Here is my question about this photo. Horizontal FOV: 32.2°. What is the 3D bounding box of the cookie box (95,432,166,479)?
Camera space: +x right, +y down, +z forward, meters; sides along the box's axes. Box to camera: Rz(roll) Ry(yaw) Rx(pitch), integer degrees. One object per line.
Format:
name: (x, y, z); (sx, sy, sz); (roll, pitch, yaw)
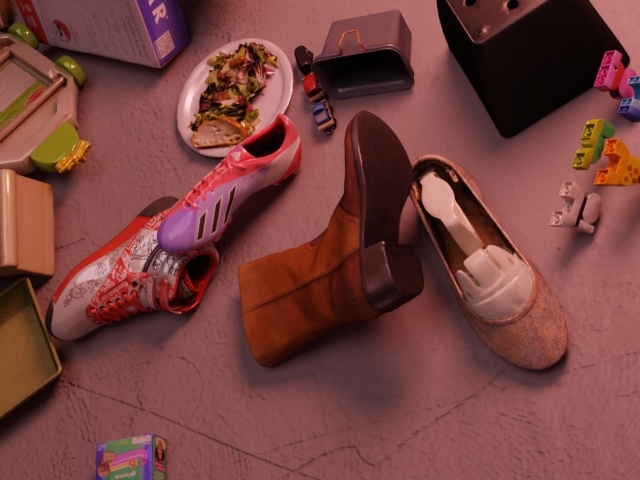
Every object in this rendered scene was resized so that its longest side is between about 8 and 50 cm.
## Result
cookie box: (-0.250, 0.318, 1.467); (0.091, 0.040, 0.107); (-15, 63, 21)

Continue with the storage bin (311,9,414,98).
storage bin: (0.062, -0.268, 1.543); (0.135, 0.098, 0.091); (-6, 55, 25)

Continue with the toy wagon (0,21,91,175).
toy wagon: (-0.497, -0.197, 1.779); (0.344, 0.068, 0.267); (35, 71, 22)

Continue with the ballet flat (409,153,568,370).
ballet flat: (0.184, 0.017, 1.333); (0.107, 0.106, 0.316); (-37, 56, 9)

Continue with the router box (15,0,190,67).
router box: (-0.380, -0.447, 1.708); (0.301, 0.335, 0.082); (16, 50, 33)

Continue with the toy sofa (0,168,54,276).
toy sofa: (-0.599, -0.005, 1.704); (0.362, 0.177, 0.150); (-10, 76, 25)

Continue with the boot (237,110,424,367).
boot: (0.000, 0.000, 1.419); (0.280, 0.096, 0.264); (-27, 69, 42)

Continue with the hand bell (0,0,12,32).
hand bell: (-0.587, -0.482, 1.993); (0.126, 0.126, 0.242); (-24, 72, 17)

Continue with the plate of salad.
plate of salad: (-0.134, -0.218, 1.646); (0.199, 0.048, 0.200); (-12, 63, 24)

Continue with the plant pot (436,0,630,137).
plant pot: (0.249, -0.280, 1.399); (0.187, 0.167, 0.188); (-31, 56, 12)

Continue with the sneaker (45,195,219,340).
sneaker: (-0.262, 0.071, 1.556); (0.270, 0.090, 0.145); (-44, 53, 0)

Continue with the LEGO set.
LEGO set: (0.365, -0.105, 1.316); (0.087, 0.093, 0.227); (4, 72, 63)

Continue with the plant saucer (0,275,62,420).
plant saucer: (-0.467, 0.179, 1.643); (0.188, 0.045, 0.188); (-36, 56, 9)

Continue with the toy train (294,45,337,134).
toy train: (-0.009, -0.217, 1.585); (0.027, 0.036, 0.158); (-27, 58, 15)

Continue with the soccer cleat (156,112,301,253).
soccer cleat: (-0.127, -0.078, 1.507); (0.248, 0.095, 0.083); (-37, 56, -19)
